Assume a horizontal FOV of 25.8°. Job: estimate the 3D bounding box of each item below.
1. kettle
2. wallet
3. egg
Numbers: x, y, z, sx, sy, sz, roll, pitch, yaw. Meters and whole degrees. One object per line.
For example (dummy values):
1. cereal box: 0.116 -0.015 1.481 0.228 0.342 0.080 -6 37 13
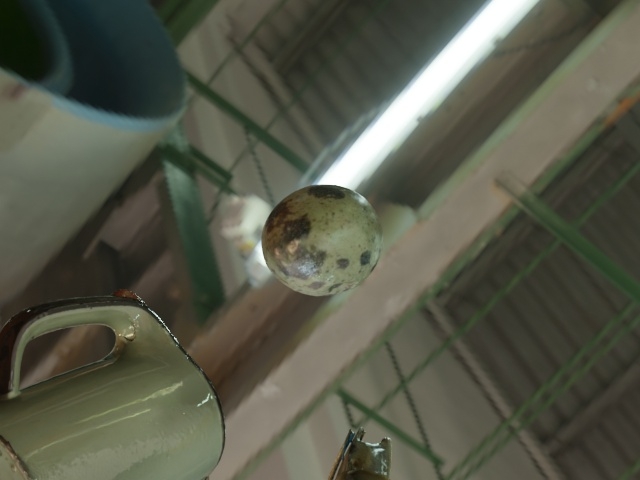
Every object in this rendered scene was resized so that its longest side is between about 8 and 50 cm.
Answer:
1. kettle: -0.221 0.171 1.289 0.165 0.240 0.255 -9 -171 43
2. wallet: 0.011 0.179 0.748 0.155 0.039 0.110 -78 178 -68
3. egg: 0.000 0.000 1.732 0.141 0.181 0.141 4 -83 33
